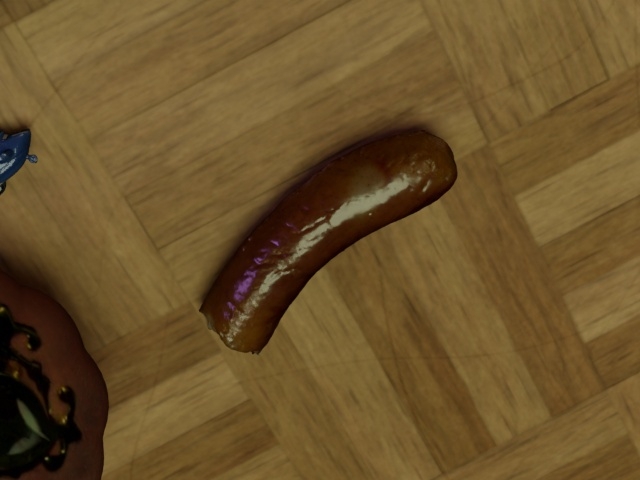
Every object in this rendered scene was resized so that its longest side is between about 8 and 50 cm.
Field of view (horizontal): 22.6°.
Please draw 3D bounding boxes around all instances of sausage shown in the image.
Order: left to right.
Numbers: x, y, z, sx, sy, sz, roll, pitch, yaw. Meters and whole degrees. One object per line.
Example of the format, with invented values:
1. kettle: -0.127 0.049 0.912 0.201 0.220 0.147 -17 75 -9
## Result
1. sausage: -0.002 -0.003 1.537 0.302 0.076 0.103 -42 124 12

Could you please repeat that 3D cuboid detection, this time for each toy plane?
1. toy plane: -0.331 -0.053 1.462 0.167 0.054 0.062 -37 93 7

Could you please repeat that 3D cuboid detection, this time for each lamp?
1. lamp: -0.347 0.169 1.459 0.305 0.240 0.305 8 75 -31
